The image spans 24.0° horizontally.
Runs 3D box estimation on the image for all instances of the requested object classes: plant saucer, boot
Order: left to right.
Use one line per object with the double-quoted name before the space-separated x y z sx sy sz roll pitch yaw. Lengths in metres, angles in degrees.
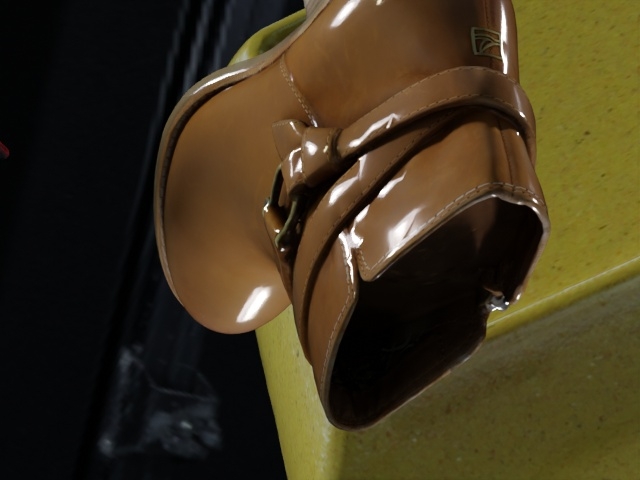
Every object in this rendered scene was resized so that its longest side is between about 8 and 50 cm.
"boot" 0.000 0.000 0.456 0.073 0.152 0.197 8 -48 -19
"plant saucer" 0.103 -0.043 0.660 0.332 0.333 0.081 -25 -44 9

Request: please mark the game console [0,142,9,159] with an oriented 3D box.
"game console" -0.276 -0.043 0.892 0.124 0.144 0.085 -78 -16 -46
